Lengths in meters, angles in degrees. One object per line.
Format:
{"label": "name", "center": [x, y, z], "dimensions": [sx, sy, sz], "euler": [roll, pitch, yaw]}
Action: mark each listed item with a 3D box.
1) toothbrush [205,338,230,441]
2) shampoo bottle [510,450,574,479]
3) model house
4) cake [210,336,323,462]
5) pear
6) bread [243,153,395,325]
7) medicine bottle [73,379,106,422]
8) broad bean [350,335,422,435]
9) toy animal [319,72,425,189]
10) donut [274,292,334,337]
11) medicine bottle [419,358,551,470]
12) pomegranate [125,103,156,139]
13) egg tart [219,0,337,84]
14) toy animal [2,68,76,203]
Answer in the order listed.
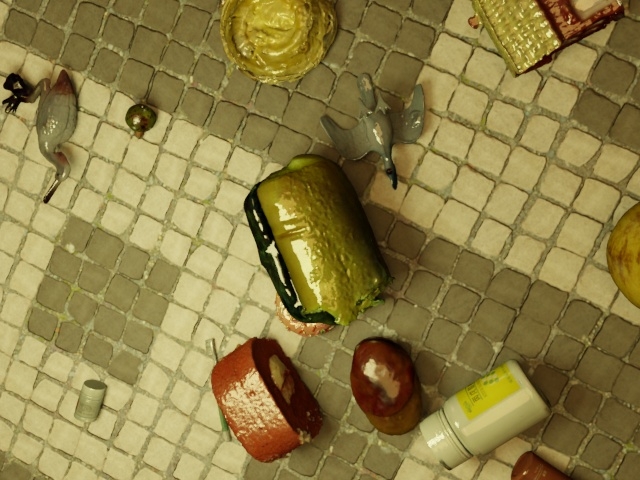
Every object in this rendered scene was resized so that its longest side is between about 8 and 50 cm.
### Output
{"label": "toothbrush", "center": [-0.249, 0.365, 1.604], "dimensions": [0.024, 0.018, 0.257], "euler": [-10, 92, 14]}
{"label": "shampoo bottle", "center": [0.538, 0.562, 1.441], "dimensions": [0.244, 0.085, 0.085], "euler": [35, 100, 5]}
{"label": "model house", "center": [0.443, -0.461, 1.341], "dimensions": [0.254, 0.160, 0.196], "euler": [-29, 88, 13]}
{"label": "cake", "center": [-0.124, 0.362, 1.500], "dimensions": [0.151, 0.177, 0.283], "euler": [-32, 87, 11]}
{"label": "pear", "center": [0.707, 0.035, 1.276], "dimensions": [0.281, 0.281, 0.280], "euler": [1, 95, 11]}
{"label": "bread", "center": [0.000, 0.000, 1.413], "dimensions": [0.251, 0.208, 0.376], "euler": [-23, 88, -30]}
{"label": "medicine bottle", "center": [-0.576, 0.401, 1.647], "dimensions": [0.058, 0.058, 0.091], "euler": [20, 98, 9]}
{"label": "broad bean", "center": [0.146, 0.327, 1.475], "dimensions": [0.156, 0.122, 0.228], "euler": [-14, 88, 9]}
{"label": "toy animal", "center": [0.122, -0.246, 1.460], "dimensions": [0.239, 0.176, 0.255], "euler": [-12, 58, 8]}
{"label": "donut", "center": [-0.047, 0.167, 1.527], "dimensions": [0.166, 0.065, 0.117], "euler": [37, 99, 7]}
{"label": "medicine bottle", "center": [0.354, 0.380, 1.429], "dimensions": [0.258, 0.143, 0.143], "euler": [-37, 87, 11]}
{"label": "pomegranate", "center": [-0.429, -0.281, 1.560], "dimensions": [0.073, 0.073, 0.084], "euler": [27, 99, 7]}
{"label": "egg tart", "center": [-0.100, -0.491, 1.472], "dimensions": [0.279, 0.095, 0.278], "euler": [1, 94, 9]}
{"label": "toy animal", "center": [-0.647, -0.275, 1.593], "dimensions": [0.195, 0.090, 0.324], "euler": [-31, 79, 18]}
